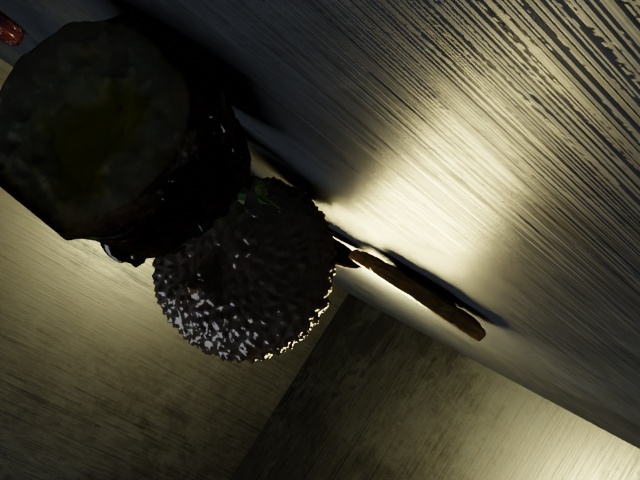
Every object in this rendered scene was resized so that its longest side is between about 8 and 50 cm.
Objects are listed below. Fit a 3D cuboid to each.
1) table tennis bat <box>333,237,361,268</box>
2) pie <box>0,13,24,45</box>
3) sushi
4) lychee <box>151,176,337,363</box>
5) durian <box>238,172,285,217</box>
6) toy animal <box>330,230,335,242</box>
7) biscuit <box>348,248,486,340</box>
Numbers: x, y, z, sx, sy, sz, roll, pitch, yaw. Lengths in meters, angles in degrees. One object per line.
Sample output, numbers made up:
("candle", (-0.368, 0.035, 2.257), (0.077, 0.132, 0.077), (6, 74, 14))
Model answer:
("table tennis bat", (0.000, 0.000, 1.997), (0.274, 0.021, 0.154), (38, -157, 34))
("pie", (-0.813, -0.535, 1.854), (0.182, 0.049, 0.182), (25, 173, 3))
("sushi", (-0.254, -0.128, 1.038), (0.281, 0.299, 0.294), (60, 179, 15))
("lychee", (-0.140, 0.053, 1.546), (0.380, 0.380, 0.432), (31, -162, 19))
("durian", (-0.201, -0.167, 1.339), (0.375, 0.106, 0.132), (34, 177, -8))
("toy animal", (-0.076, -0.066, 1.878), (0.149, 0.054, 0.275), (20, 165, 48))
("biscuit", (0.231, 0.122, 1.807), (0.376, 0.051, 0.269), (32, 178, 13))
